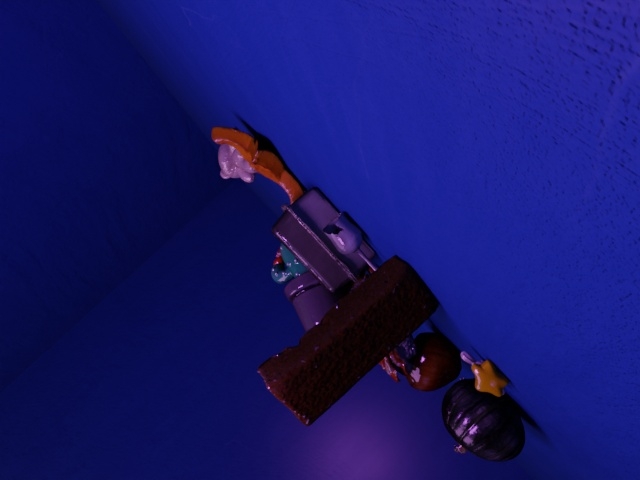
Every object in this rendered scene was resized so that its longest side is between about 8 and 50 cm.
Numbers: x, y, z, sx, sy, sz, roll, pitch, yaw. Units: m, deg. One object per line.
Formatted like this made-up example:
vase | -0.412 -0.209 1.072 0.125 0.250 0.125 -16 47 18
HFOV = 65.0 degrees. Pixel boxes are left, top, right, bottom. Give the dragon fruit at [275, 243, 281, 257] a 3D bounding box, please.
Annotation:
dragon fruit | -0.028 -0.005 1.810 0.211 0.134 0.262 35 140 -5

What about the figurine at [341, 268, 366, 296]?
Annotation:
figurine | 0.137 0.182 1.688 0.342 0.167 0.285 41 178 3

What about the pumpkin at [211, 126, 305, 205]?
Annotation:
pumpkin | -0.170 -0.222 1.519 0.258 0.095 0.290 37 173 42

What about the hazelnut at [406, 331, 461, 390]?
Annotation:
hazelnut | 0.338 0.368 1.520 0.178 0.177 0.204 43 143 41

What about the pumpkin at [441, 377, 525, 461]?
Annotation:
pumpkin | 0.449 0.511 1.406 0.249 0.216 0.250 34 -173 -5

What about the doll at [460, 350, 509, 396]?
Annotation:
doll | 0.404 0.334 1.221 0.135 0.071 0.113 44 -175 -20

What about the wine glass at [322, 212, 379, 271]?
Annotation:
wine glass | 0.094 0.022 1.277 0.195 0.079 0.079 46 176 -8

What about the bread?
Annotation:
bread | 0.070 0.221 1.141 0.165 0.416 0.113 55 172 -28

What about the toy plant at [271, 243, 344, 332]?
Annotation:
toy plant | -0.040 0.118 1.599 0.279 0.185 0.400 -44 61 47

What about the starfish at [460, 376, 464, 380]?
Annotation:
starfish | 0.557 0.544 1.869 0.092 0.016 0.086 34 165 48

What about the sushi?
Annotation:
sushi | 0.189 0.236 1.455 0.332 0.129 0.124 69 160 -1

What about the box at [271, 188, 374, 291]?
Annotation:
box | 0.000 0.000 1.403 0.290 0.166 0.220 46 175 -6

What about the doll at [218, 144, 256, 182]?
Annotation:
doll | -0.275 -0.301 1.812 0.149 0.175 0.278 7 -175 -27
